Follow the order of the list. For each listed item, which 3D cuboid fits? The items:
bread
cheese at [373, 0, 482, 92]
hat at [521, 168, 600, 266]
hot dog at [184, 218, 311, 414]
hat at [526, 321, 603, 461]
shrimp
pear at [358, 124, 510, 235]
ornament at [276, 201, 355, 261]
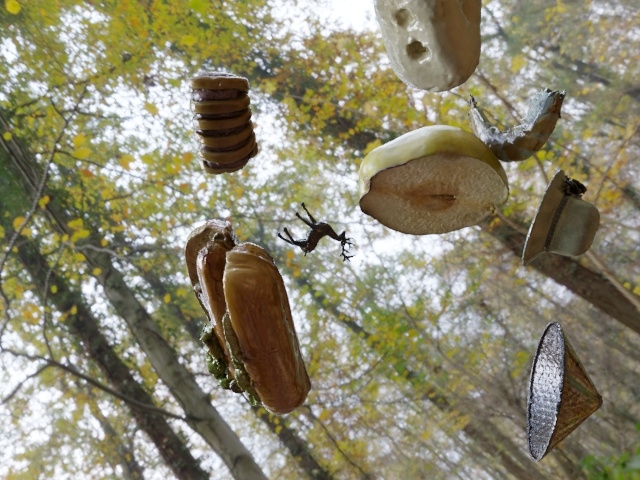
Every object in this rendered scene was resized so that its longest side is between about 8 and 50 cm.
[{"bbox_3d":[-0.206,-0.245,1.263,0.134,0.081,0.225,-9,-56,-6],"label":"bread"},{"bbox_3d":[0.205,-0.419,1.166,0.251,0.173,0.248,-9,-85,-56],"label":"cheese"},{"bbox_3d":[0.595,-0.033,1.438,0.257,0.130,0.257,-44,-34,-40],"label":"hat"},{"bbox_3d":[-0.088,0.120,0.731,0.100,0.135,0.337,-39,-37,-25],"label":"hot dog"},{"bbox_3d":[0.342,0.212,0.816,0.193,0.082,0.193,9,-90,-81],"label":"hat"},{"bbox_3d":[0.495,-0.294,1.546,0.068,0.287,0.185,3,-84,-33],"label":"shrimp"},{"bbox_3d":[0.289,-0.178,1.590,0.386,0.191,0.340,10,-37,-14],"label":"pear"},{"bbox_3d":[0.000,0.000,0.957,0.125,0.028,0.073,33,-75,-15],"label":"ornament"}]
